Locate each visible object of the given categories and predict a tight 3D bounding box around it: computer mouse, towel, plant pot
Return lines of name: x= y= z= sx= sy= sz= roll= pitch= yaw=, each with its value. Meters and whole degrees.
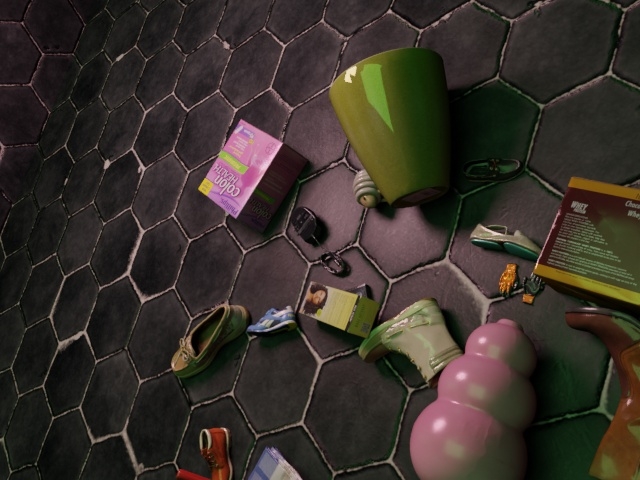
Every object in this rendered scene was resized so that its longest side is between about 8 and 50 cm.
computer mouse: x=0.000 y=0.000 z=1.609 sx=0.071 sy=0.041 sz=0.242 roll=-50 pitch=55 yaw=22
towel: x=-0.079 y=0.624 z=1.406 sx=0.285 sy=0.034 sz=0.209 roll=32 pitch=95 yaw=44
plant pot: x=0.186 y=-0.233 z=1.430 sx=0.274 sy=0.274 sz=0.294 roll=-22 pitch=74 yaw=30

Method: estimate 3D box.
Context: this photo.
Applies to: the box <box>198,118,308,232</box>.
box: x=-0.193 y=-0.185 z=1.780 sx=0.213 sy=0.117 sz=0.243 roll=36 pitch=95 yaw=42

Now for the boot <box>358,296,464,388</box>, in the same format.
boot: x=0.189 y=0.241 z=1.329 sx=0.213 sy=0.077 sz=0.165 roll=-39 pitch=55 yaw=19

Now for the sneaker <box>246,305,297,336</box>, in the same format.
sneaker: x=-0.123 y=0.208 z=1.604 sx=0.144 sy=0.053 sz=0.059 roll=-18 pitch=62 yaw=22

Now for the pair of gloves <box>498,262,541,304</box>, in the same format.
pair of gloves: x=0.401 y=0.085 z=1.268 sx=0.083 sy=0.010 sz=0.074 roll=15 pitch=81 yaw=40

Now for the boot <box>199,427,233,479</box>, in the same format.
boot: x=-0.262 y=0.540 z=1.552 sx=0.059 sy=0.084 sz=0.158 roll=-24 pitch=60 yaw=27

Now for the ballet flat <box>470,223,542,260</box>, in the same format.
ballet flat: x=0.384 y=-0.003 z=1.291 sx=0.168 sy=0.057 sz=0.052 roll=17 pitch=73 yaw=41

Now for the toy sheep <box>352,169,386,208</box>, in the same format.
toy sheep: x=0.121 y=-0.132 z=1.535 sx=0.091 sy=0.091 sz=0.132 roll=-23 pitch=45 yaw=29

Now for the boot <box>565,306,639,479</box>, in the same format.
boot: x=0.514 y=0.268 z=1.075 sx=0.264 sy=0.096 sz=0.281 roll=18 pitch=90 yaw=34

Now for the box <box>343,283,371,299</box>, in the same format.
box: x=0.088 y=0.151 z=1.482 sx=0.067 sy=0.018 sz=0.083 roll=-23 pitch=59 yaw=30

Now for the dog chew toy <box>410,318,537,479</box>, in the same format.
dog chew toy: x=0.295 y=0.301 z=1.144 sx=0.206 sy=0.206 sz=0.332 roll=12 pitch=71 yaw=41

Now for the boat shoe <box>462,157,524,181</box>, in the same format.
boat shoe: x=0.374 y=-0.155 z=1.372 sx=0.133 sy=0.042 sz=0.049 roll=-2 pitch=68 yaw=36

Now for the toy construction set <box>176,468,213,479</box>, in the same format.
toy construction set: x=-0.247 y=0.675 z=1.408 sx=0.257 sy=0.237 sz=0.309 roll=-73 pitch=2 yaw=-68

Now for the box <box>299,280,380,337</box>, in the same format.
box: x=0.038 y=0.156 z=1.445 sx=0.232 sy=0.058 sz=0.087 roll=7 pitch=75 yaw=60

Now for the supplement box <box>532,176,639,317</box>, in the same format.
supplement box: x=0.522 y=0.013 z=1.123 sx=0.191 sy=0.129 sz=0.194 roll=19 pitch=84 yaw=42

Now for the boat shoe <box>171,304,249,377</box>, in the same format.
boat shoe: x=-0.318 y=0.266 z=1.706 sx=0.285 sy=0.089 sz=0.105 roll=-44 pitch=51 yaw=16
